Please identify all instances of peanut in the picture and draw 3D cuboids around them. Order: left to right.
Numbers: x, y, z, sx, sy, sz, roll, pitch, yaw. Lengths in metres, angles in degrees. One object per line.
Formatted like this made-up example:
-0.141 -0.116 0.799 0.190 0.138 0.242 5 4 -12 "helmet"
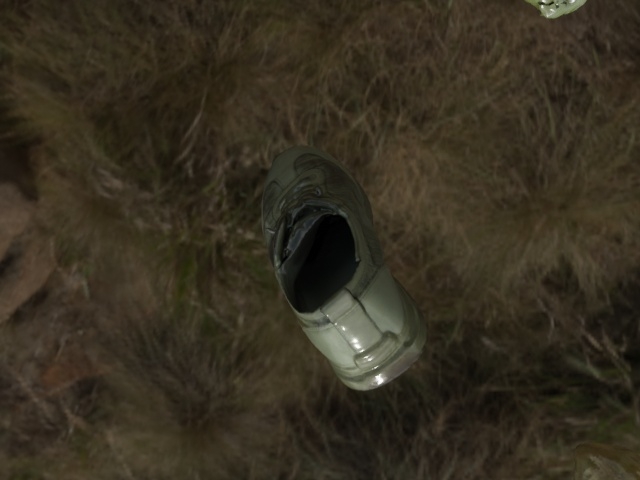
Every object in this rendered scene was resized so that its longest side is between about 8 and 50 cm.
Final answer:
0.113 0.107 0.379 0.037 0.037 0.083 -29 100 27 "peanut"

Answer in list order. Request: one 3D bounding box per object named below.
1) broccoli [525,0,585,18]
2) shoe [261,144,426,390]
0.148 -0.285 0.694 0.165 0.304 0.145 6 158 -4 "broccoli"
0.000 0.000 0.882 0.103 0.275 0.098 -36 131 5 "shoe"
